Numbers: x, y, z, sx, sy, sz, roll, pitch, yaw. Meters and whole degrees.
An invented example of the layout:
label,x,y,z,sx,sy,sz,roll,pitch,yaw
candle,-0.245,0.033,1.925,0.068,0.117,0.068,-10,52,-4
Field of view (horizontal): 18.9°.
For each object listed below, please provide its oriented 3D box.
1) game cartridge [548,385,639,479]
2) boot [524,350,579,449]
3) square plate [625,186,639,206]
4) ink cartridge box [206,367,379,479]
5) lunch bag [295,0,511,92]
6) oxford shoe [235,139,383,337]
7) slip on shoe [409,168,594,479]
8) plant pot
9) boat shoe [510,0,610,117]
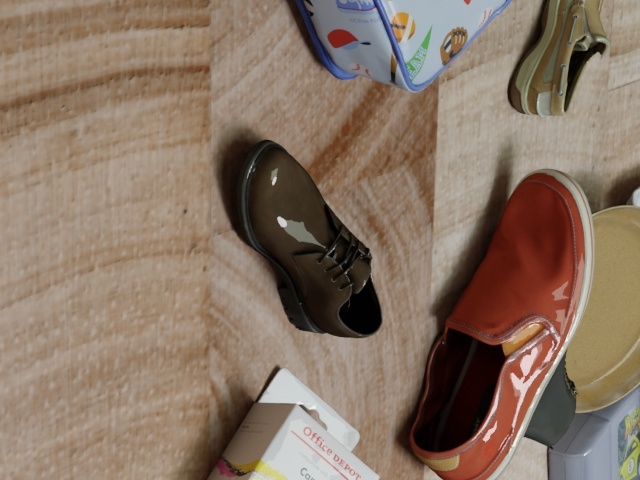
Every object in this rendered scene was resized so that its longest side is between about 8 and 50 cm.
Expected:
label,x,y,z,sx,sy,sz,roll,pitch,yaw
game cartridge,0.364,0.243,2.261,0.294,0.060,0.196,-33,123,-44
boot,0.241,0.120,1.992,0.137,0.077,0.198,23,105,-44
square plate,0.468,0.063,2.286,0.347,0.049,0.344,-25,106,-49
ink cartridge box,-0.030,0.218,1.653,0.115,0.067,0.198,43,64,-26
lunch bag,0.087,-0.295,1.630,0.303,0.115,0.243,-54,138,-27
oxford shoe,0.000,0.000,1.628,0.083,0.096,0.227,-56,139,-23
slip on shoe,0.178,0.084,1.894,0.101,0.123,0.331,24,86,-51
plant pot,0.297,0.071,2.069,0.236,0.032,0.236,-13,115,-31
boat shoe,0.261,-0.205,1.936,0.068,0.072,0.190,40,69,-52
